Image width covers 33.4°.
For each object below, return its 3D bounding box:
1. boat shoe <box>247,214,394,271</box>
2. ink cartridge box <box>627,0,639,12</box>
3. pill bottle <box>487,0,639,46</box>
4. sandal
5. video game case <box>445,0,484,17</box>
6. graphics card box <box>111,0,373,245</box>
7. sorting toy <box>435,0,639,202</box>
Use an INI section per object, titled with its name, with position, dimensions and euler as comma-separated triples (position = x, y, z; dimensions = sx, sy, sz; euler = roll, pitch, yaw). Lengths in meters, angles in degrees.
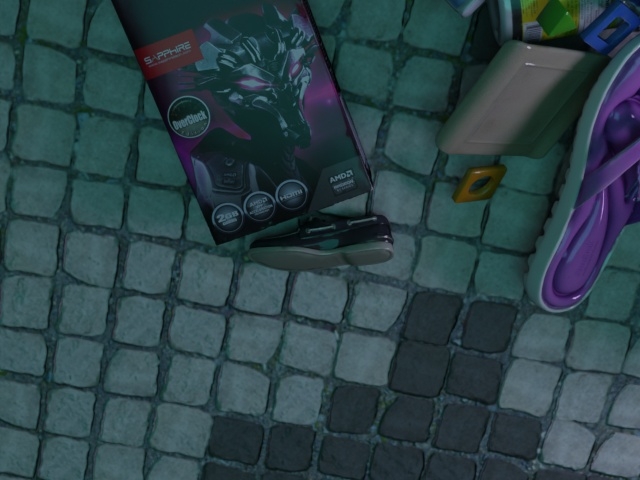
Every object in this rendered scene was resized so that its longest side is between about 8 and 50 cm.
[boat shoe]
position = 0.000, 0.000, 1.497
dimensions = 0.206, 0.075, 0.065
euler = -3, 66, 7
[ink cartridge box]
position = 0.535, -0.367, 1.288
dimensions = 0.330, 0.071, 0.324
euler = 31, 79, -11
[pill bottle]
position = 0.320, -0.319, 1.346
dimensions = 0.208, 0.119, 0.119
euler = -10, 108, 3
[sandal]
position = 0.401, -0.072, 1.406
dimensions = 0.169, 0.102, 0.416
euler = -4, 123, -33
[video game case]
position = 0.189, -0.488, 1.279
dimensions = 0.329, 0.036, 0.300
euler = -44, 81, 13
[graphics card box]
position = -0.098, -0.202, 1.401
dimensions = 0.232, 0.094, 0.371
euler = -19, 108, 6
[sorting toy]
position = 0.257, -0.182, 1.372
dimensions = 0.196, 0.047, 0.348
euler = 2, 137, -38
